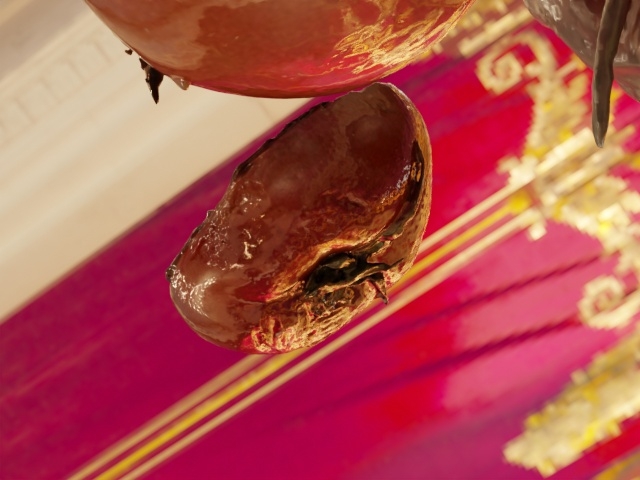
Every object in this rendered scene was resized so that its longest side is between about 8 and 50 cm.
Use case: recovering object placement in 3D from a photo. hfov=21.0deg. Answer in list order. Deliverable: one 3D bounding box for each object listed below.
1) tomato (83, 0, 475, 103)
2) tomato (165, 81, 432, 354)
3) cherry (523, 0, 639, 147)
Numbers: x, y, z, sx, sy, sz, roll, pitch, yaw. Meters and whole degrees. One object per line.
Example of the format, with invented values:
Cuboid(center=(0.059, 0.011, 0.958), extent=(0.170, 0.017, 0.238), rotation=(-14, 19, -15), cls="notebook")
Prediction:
Cuboid(center=(-0.014, -0.243, 0.866), extent=(0.341, 0.273, 0.341), rotation=(30, -129, -46), cls="tomato")
Cuboid(center=(0.002, 0.003, 1.239), extent=(0.101, 0.228, 0.228), rotation=(49, -164, 20), cls="tomato")
Cuboid(center=(0.292, -0.208, 1.122), extent=(0.335, 0.326, 0.291), rotation=(4, -105, -61), cls="cherry")
